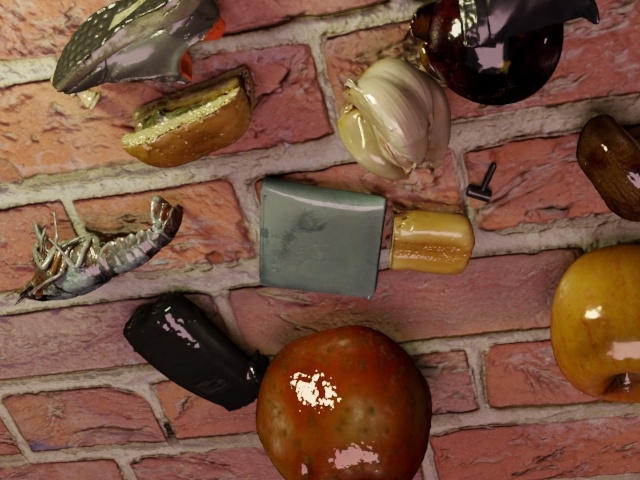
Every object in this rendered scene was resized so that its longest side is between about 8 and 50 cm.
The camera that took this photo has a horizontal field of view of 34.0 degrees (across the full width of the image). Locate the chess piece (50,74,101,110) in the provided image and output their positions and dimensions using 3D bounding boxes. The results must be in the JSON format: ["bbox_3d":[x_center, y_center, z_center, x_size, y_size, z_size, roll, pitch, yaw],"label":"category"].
[{"bbox_3d":[-0.449,-0.274,1.909,0.092,0.035,0.035,29,128,-14],"label":"chess piece"}]

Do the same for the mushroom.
[{"bbox_3d":[0.538,-0.115,1.840,0.231,0.194,0.138,40,124,-13],"label":"mushroom"}]

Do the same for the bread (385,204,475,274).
[{"bbox_3d":[0.212,-0.002,2.042,0.173,0.085,0.134,6,128,2],"label":"bread"}]

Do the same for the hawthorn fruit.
[{"bbox_3d":[0.057,0.402,2.216,0.403,0.403,0.403,3,131,3],"label":"hawthorn fruit"}]

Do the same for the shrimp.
[{"bbox_3d":[-0.461,0.027,2.098,0.410,0.166,0.221,-12,156,22],"label":"shrimp"}]

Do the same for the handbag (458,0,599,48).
[{"bbox_3d":[0.283,-0.421,1.518,0.211,0.089,0.254,-12,96,-2],"label":"handbag"}]

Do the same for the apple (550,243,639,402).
[{"bbox_3d":[0.592,0.161,2.038,0.299,0.275,0.299,1,144,0],"label":"apple"}]

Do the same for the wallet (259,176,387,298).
[{"bbox_3d":[0.000,-0.001,2.089,0.251,0.054,0.290,9,137,3],"label":"wallet"}]

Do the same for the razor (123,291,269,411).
[{"bbox_3d":[-0.266,0.252,2.302,0.189,0.107,0.327,-31,122,30],"label":"razor"}]

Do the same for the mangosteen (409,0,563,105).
[{"bbox_3d":[0.260,-0.328,1.685,0.265,0.228,0.228,3,142,49],"label":"mangosteen"}]

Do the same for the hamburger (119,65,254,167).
[{"bbox_3d":[-0.230,-0.204,1.886,0.262,0.124,0.131,-17,128,21],"label":"hamburger"}]

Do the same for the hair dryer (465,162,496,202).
[{"bbox_3d":[0.311,-0.112,1.977,0.047,0.026,0.083,16,127,-9],"label":"hair dryer"}]

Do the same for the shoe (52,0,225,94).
[{"bbox_3d":[-0.299,-0.326,1.798,0.336,0.132,0.171,-27,133,23],"label":"shoe"}]

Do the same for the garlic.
[{"bbox_3d":[0.144,-0.201,1.785,0.203,0.184,0.281,53,162,6],"label":"garlic"}]
